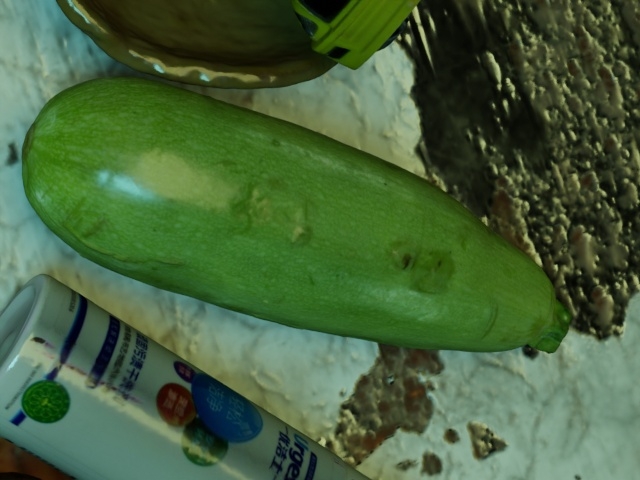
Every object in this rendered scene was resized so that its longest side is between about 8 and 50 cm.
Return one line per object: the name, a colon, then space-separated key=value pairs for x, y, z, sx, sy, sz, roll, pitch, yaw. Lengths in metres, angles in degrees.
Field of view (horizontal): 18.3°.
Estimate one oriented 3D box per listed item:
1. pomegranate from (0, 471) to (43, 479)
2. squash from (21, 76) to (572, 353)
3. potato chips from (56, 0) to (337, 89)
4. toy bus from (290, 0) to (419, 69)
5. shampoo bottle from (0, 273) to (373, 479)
pomegranate: x=-0.158 y=0.184 z=1.066 sx=0.159 sy=0.129 sz=0.129 roll=-12 pitch=90 yaw=-43
squash: x=0.003 y=-0.001 z=1.153 sx=0.371 sy=0.118 sz=0.118 roll=19 pitch=78 yaw=-23
potato chips: x=-0.074 y=-0.166 z=1.157 sx=0.208 sy=0.062 sz=0.195 roll=-26 pitch=88 yaw=-30
toy bus: x=0.035 y=-0.267 z=1.137 sx=0.151 sy=0.145 sz=0.331 roll=25 pitch=58 yaw=-14
shampoo bottle: x=-0.055 y=0.134 z=1.127 sx=0.303 sy=0.092 sz=0.092 roll=34 pitch=73 yaw=-17
